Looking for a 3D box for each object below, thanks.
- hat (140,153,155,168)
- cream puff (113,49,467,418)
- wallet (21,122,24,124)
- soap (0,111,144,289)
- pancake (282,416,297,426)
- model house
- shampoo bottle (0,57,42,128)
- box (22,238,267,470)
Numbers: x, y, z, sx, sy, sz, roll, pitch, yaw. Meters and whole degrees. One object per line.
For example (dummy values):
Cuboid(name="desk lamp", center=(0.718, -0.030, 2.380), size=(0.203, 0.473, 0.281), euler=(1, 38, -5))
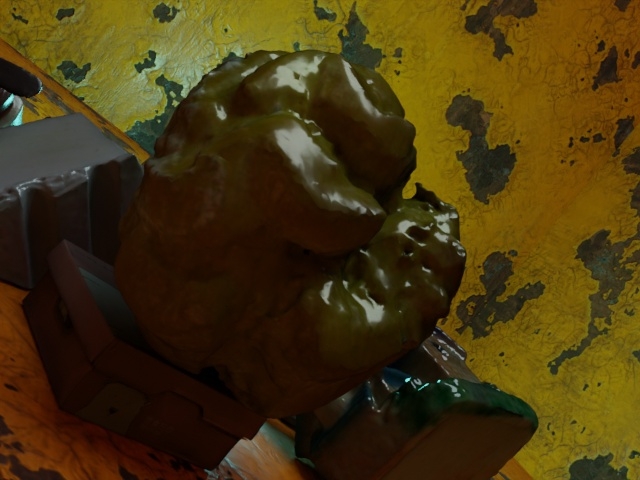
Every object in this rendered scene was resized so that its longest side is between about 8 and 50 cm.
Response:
Cuboid(name="hat", center=(-0.216, 0.039, 1.121), size=(0.168, 0.258, 0.301), euler=(9, 37, -24))
Cuboid(name="cream puff", center=(0.000, 0.000, 0.791), size=(0.275, 0.378, 0.378), euler=(18, -5, 21))
Cuboid(name="wallet", center=(-0.549, -0.195, 1.333), size=(0.176, 0.075, 0.250), euler=(42, 0, -38))
Cuboid(name="soap", center=(-0.349, 0.014, 0.965), size=(0.159, 0.257, 0.302), euler=(41, -42, 35))
Cuboid(name="pancake", center=(-0.069, 0.234, 1.293), size=(0.212, 0.029, 0.235), euler=(37, 3, -46))
Cuboid(name="model house", center=(0.102, 0.224, 1.162), size=(0.312, 0.245, 0.280), euler=(25, 20, -48))
Cuboid(name="shampoo bottle", center=(-0.427, -0.157, 1.009), size=(0.153, 0.071, 0.284), euler=(38, -29, -17))
Cuboid(name="box", center=(-0.191, 0.121, 0.847), size=(0.215, 0.086, 0.215), euler=(39, 3, -40))
